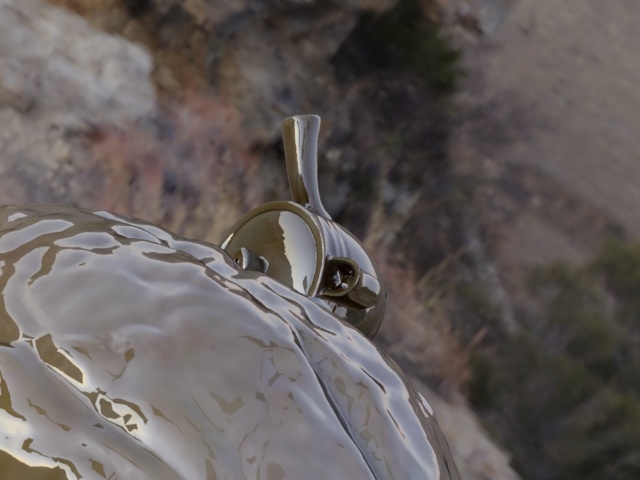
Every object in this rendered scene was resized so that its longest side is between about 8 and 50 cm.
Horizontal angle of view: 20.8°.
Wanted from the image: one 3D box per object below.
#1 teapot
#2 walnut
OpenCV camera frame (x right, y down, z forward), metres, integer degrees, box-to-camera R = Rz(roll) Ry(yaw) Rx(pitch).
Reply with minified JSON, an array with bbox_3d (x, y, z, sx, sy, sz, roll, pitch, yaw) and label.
[{"bbox_3d":[0.000,0.000,0.758,0.080,0.085,0.110,29,64,-47],"label":"teapot"},{"bbox_3d":[-0.057,0.074,0.494,0.230,0.178,0.178,33,19,37],"label":"walnut"}]
